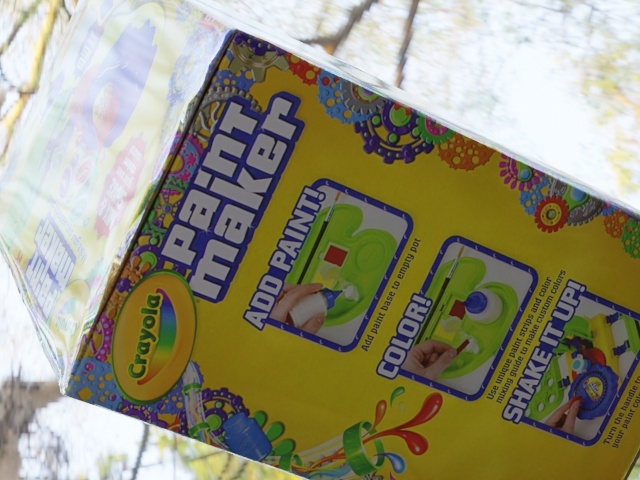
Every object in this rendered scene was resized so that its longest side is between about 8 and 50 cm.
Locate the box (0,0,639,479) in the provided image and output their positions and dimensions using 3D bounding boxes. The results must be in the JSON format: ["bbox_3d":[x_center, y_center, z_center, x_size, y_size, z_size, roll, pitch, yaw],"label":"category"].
[{"bbox_3d":[0.000,0.000,0.833,0.279,0.290,0.177,22,-82,-24],"label":"box"}]
